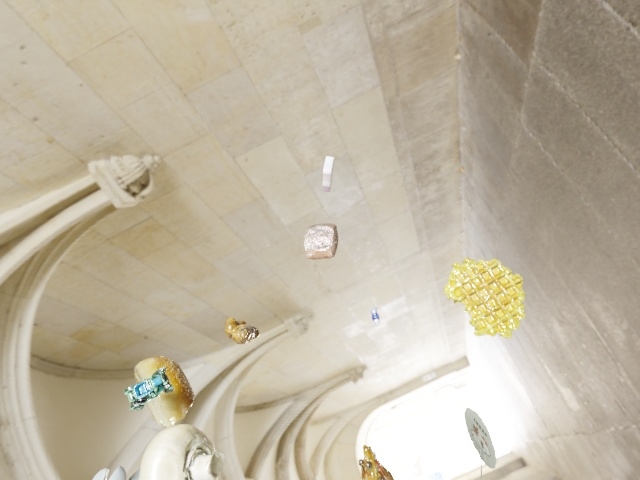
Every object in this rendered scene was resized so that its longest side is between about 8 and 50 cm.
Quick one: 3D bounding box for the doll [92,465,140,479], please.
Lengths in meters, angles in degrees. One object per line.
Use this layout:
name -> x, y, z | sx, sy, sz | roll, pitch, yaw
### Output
doll -> -0.583, 0.732, 1.355 | 0.153, 0.195, 0.258 | 31, -170, 6

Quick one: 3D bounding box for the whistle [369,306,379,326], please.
whistle -> 0.209, 0.287, 1.873 | 0.029, 0.033, 0.083 | 63, -167, -51

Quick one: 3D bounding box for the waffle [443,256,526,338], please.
waffle -> 0.523, 0.177, 1.576 | 0.051, 0.291, 0.291 | 94, 153, -64

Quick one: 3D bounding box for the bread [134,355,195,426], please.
bread -> -0.585, 0.514, 1.811 | 0.314, 0.171, 0.192 | 19, 132, 57

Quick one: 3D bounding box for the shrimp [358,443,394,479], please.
shrimp -> 0.176, 0.736, 1.489 | 0.154, 0.062, 0.294 | -31, -69, -48

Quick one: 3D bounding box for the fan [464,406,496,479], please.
fan -> 0.482, 0.643, 1.493 | 0.191, 0.009, 0.329 | 54, -154, -10

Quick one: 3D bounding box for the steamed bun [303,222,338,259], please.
steamed bun -> 0.000, 0.000, 2.111 | 0.106, 0.145, 0.175 | 80, -166, -50

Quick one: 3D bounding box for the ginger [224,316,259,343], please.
ginger -> -0.268, 0.302, 1.630 | 0.103, 0.073, 0.162 | 26, 175, 17

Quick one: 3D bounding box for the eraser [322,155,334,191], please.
eraser -> 0.023, -0.199, 1.489 | 0.105, 0.026, 0.065 | 93, -175, -57

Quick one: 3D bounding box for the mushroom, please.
mushroom -> -0.354, 0.605, 1.305 | 0.246, 0.202, 0.246 | 52, -154, -39

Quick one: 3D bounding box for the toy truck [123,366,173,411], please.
toy truck -> -0.530, 0.454, 1.503 | 0.080, 0.154, 0.078 | 60, -176, 19
